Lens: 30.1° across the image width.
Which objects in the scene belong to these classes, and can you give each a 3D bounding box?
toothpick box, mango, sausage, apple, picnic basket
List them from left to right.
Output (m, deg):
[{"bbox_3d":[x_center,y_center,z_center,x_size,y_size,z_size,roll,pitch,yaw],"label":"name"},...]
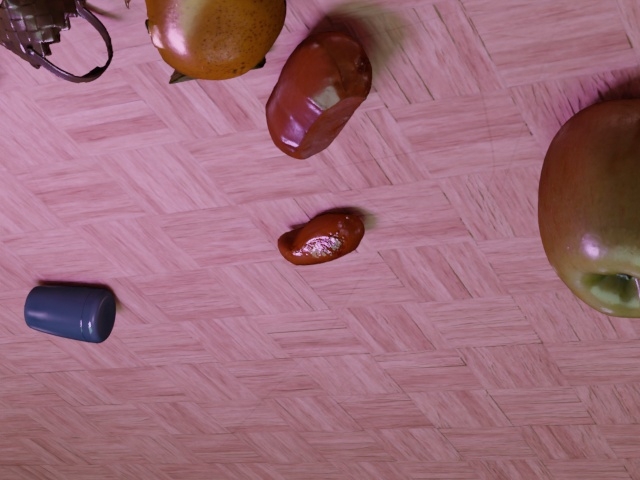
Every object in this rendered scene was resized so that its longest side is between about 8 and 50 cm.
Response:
[{"bbox_3d":[-0.391,-0.312,1.777,0.178,0.128,0.138,39,146,-10],"label":"picnic basket"},{"bbox_3d":[-0.555,0.157,2.625,0.184,0.120,0.120,7,149,15],"label":"toothpick box"},{"bbox_3d":[-0.146,-0.342,1.611,0.191,0.159,0.290,-14,141,6],"label":"mango"},{"bbox_3d":[-0.008,-0.221,1.799,0.133,0.133,0.258,19,149,-11],"label":"sausage"},{"bbox_3d":[0.000,0.000,2.200,0.179,0.089,0.089,-16,140,35],"label":"sausage"},{"bbox_3d":[0.484,-0.035,1.760,0.339,0.305,0.338,8,151,5],"label":"apple"}]

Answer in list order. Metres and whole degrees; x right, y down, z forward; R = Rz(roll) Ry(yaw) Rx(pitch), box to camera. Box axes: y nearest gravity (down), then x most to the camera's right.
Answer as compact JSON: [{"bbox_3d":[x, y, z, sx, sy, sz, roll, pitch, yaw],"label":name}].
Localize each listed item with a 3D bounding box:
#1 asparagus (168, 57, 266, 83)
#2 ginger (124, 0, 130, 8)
[{"bbox_3d":[-0.167,-0.274,1.852,0.178,0.041,0.045,-6,-171,29],"label":"asparagus"},{"bbox_3d":[-0.286,-0.426,1.590,0.123,0.115,0.193,22,140,15],"label":"ginger"}]
